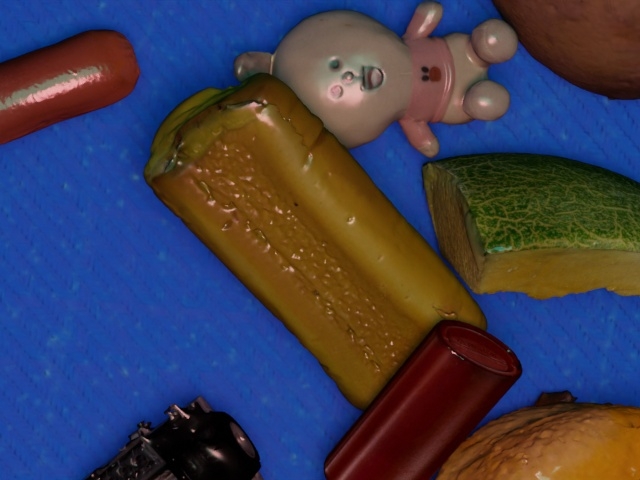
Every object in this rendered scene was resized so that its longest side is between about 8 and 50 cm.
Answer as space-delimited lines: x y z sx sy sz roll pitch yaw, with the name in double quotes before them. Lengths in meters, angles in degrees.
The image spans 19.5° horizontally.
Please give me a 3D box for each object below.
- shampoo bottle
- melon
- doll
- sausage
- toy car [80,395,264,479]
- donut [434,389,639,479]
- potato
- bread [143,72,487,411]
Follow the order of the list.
"shampoo bottle" 0.080 0.190 1.785 0.102 0.064 0.260 21 122 -27
"melon" 0.270 -0.008 1.822 0.324 0.196 0.124 5 117 -16
"doll" 0.056 -0.154 1.818 0.275 0.113 0.154 -4 94 2
"sausage" -0.270 -0.147 1.802 0.194 0.077 0.077 -21 93 -4
"toy car" -0.099 0.310 1.806 0.193 0.118 0.301 -37 96 8
"donut" 0.264 0.344 1.765 0.377 0.163 0.435 46 70 -5
"potato" 0.238 -0.262 1.781 0.190 0.211 0.264 -3 95 -6
"bread" 0.000 0.000 1.779 0.166 0.112 0.383 -36 111 19
